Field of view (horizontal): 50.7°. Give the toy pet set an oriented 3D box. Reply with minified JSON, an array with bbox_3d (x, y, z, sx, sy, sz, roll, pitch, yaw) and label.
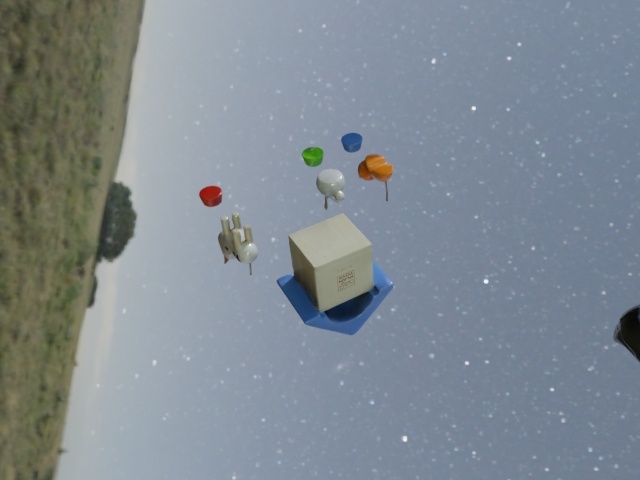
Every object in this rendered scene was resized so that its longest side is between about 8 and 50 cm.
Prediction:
[{"bbox_3d":[0.000,0.000,0.440,0.114,0.122,0.065,51,-24,43],"label":"toy pet set"}]

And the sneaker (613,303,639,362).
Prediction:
[{"bbox_3d":[0.472,0.161,0.826,0.081,0.232,0.090,-42,166,-26],"label":"sneaker"}]
